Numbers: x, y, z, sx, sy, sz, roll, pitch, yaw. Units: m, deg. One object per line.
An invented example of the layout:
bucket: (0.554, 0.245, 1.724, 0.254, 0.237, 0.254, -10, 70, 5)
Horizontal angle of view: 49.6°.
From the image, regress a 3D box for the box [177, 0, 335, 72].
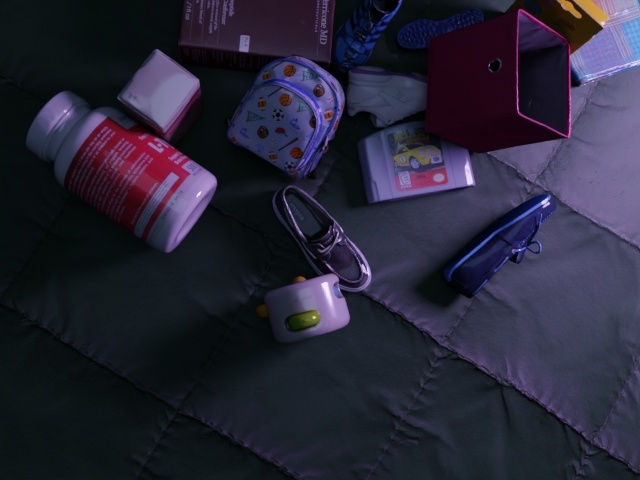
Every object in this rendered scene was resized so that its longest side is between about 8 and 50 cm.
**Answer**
box: (-0.161, -0.537, 1.764, 0.382, 0.143, 0.191, 4, 84, -8)

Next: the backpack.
backpack: (-0.077, -0.308, 1.674, 0.277, 0.213, 0.263, 30, 105, -4)

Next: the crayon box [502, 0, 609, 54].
crayon box: (0.587, -0.560, 1.765, 0.202, 0.318, 0.081, 41, 80, -2)

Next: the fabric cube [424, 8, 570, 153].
fabric cube: (0.436, -0.379, 1.706, 0.259, 0.258, 0.254, 10, 80, -44)

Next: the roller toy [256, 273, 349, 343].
roller toy: (-0.037, 0.159, 1.685, 0.191, 0.209, 0.146, -14, 86, -36)

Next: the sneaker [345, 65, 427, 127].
sneaker: (0.208, -0.368, 1.824, 0.305, 0.114, 0.152, 6, 113, -13)

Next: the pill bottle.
pill bottle: (-0.470, -0.167, 1.642, 0.408, 0.229, 0.229, 35, 82, -3)

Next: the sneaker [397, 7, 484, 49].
sneaker: (0.324, -0.556, 1.860, 0.232, 0.090, 0.081, -11, 87, 13)

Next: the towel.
towel: (0.768, -0.637, 1.937, 0.272, 0.040, 0.370, -20, 87, -9)

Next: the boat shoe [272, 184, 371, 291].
boat shoe: (0.000, 0.000, 1.739, 0.335, 0.119, 0.121, 45, 81, -1)

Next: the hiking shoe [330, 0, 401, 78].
hiking shoe: (0.116, -0.566, 1.798, 0.113, 0.132, 0.304, 30, 86, -3)

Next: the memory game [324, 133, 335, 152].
memory game: (-0.052, -0.295, 1.816, 0.186, 0.012, 0.186, 1, 85, -8)

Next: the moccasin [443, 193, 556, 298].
moccasin: (0.478, 0.016, 1.807, 0.342, 0.138, 0.116, -39, 95, 5)

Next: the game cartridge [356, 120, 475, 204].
game cartridge: (0.250, -0.213, 1.826, 0.294, 0.060, 0.195, -10, 82, -8)

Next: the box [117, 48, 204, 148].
box: (-0.376, -0.330, 1.667, 0.127, 0.232, 0.148, 35, 82, -2)
